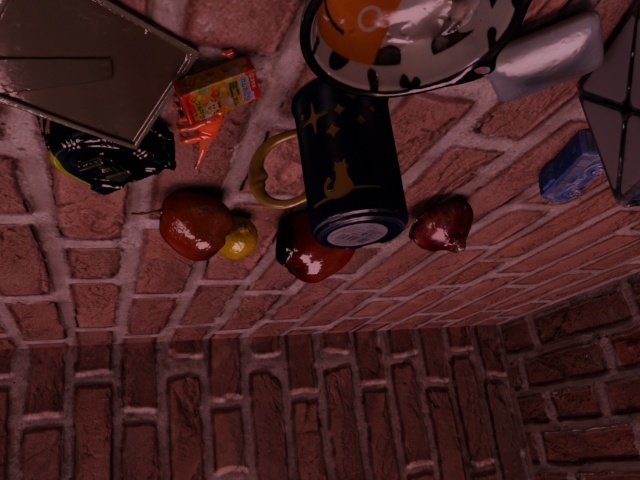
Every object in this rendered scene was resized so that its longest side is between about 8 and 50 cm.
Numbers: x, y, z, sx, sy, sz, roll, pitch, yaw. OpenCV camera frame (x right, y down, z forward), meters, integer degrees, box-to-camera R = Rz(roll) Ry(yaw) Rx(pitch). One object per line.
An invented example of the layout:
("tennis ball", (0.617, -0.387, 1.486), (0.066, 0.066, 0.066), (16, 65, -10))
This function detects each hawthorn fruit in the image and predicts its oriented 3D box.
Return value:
("hawthorn fruit", (-0.302, -0.046, 1.242), (0.203, 0.163, 0.162), (25, 146, -25))
("hawthorn fruit", (0.000, 0.000, 1.430), (0.251, 0.190, 0.189), (-22, 164, -18))

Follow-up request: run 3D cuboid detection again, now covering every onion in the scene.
("onion", (0.329, -0.026, 1.488), (0.184, 0.147, 0.184), (-18, 154, -9))

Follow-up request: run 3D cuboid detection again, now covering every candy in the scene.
("candy", (-0.155, -0.227, 0.848), (0.122, 0.038, 0.062), (-23, 151, -10))
("candy", (0.357, -0.287, 0.895), (0.174, 0.071, 0.138), (-18, 157, 24))

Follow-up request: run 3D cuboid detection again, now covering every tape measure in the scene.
("tape measure", (-0.366, -0.158, 0.942), (0.199, 0.112, 0.186), (-17, 156, 20))

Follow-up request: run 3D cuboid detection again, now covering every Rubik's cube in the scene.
("Rubik's cube", (0.609, -0.223, 0.894), (0.259, 0.255, 0.260), (-7, 160, 0))

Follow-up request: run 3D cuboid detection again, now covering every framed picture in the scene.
("framed picture", (-0.311, -0.234, 0.752), (0.260, 0.023, 0.189), (17, 119, -49))

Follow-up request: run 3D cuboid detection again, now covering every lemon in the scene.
("lemon", (-0.210, -0.009, 1.395), (0.109, 0.109, 0.133), (4, 148, -28))

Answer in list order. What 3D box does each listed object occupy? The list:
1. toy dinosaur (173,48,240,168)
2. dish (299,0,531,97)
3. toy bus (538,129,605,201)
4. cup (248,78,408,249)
("toy dinosaur", (-0.194, -0.213, 0.937), (0.101, 0.055, 0.279), (-10, 160, -21))
("dish", (0.109, -0.304, 0.694), (0.303, 0.120, 0.303), (-7, 160, -2))
("toy bus", (0.587, -0.171, 1.298), (0.094, 0.079, 0.236), (10, 159, 0))
("cup", (0.021, -0.114, 0.982), (0.178, 0.256, 0.255), (13, 153, -44))
